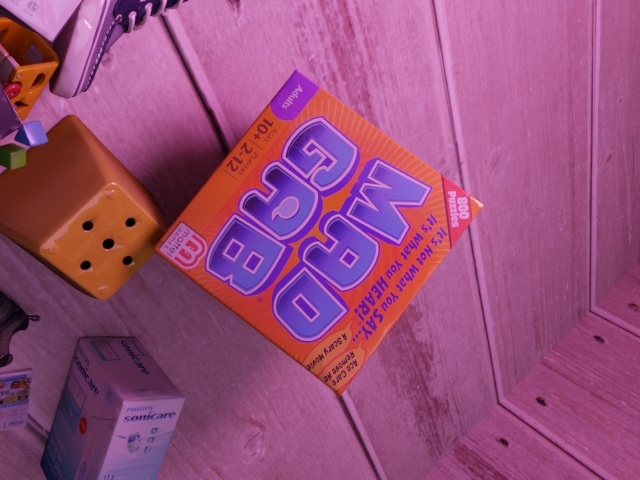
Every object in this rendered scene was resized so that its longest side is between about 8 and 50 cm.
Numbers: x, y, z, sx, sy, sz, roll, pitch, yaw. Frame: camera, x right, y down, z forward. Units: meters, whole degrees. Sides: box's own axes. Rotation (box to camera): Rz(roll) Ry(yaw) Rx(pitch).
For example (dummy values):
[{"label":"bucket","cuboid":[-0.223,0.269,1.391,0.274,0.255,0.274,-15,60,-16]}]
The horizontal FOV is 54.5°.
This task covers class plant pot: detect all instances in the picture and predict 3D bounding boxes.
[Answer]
[{"label":"plant pot","cuboid":[-0.365,-0.031,0.972,0.212,0.187,0.212,-46,136,-10]}]

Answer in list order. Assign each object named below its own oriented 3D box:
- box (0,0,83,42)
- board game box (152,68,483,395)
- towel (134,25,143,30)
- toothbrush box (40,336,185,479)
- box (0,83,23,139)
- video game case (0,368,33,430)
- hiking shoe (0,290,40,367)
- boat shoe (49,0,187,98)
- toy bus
[{"label":"box","cuboid":[-0.391,-0.331,0.699,0.169,0.290,0.087,37,86,-45]},{"label":"board game box","cuboid":[0.000,0.000,1.090,0.356,0.357,0.356,-52,175,-5]},{"label":"towel","cuboid":[-0.285,-0.377,0.967,0.060,0.009,0.083,29,93,-46]},{"label":"toothbrush box","cuboid":[-0.394,0.359,1.157,0.126,0.216,0.295,10,108,-44]},{"label":"box","cuboid":[-0.491,-0.198,0.699,0.103,0.261,0.184,-52,142,-37]},{"label":"video game case","cuboid":[-0.567,0.289,1.112,0.087,0.011,0.121,-1,115,-40]},{"label":"hiking shoe","cuboid":[-0.562,0.194,1.005,0.227,0.086,0.114,-49,133,-9]},{"label":"boat shoe","cuboid":[-0.267,-0.350,0.897,0.158,0.127,0.340,16,99,-36]},{"label":"toy bus","cuboid":[-0.445,-0.206,0.854,0.104,0.202,0.190,-42,137,-59]}]
